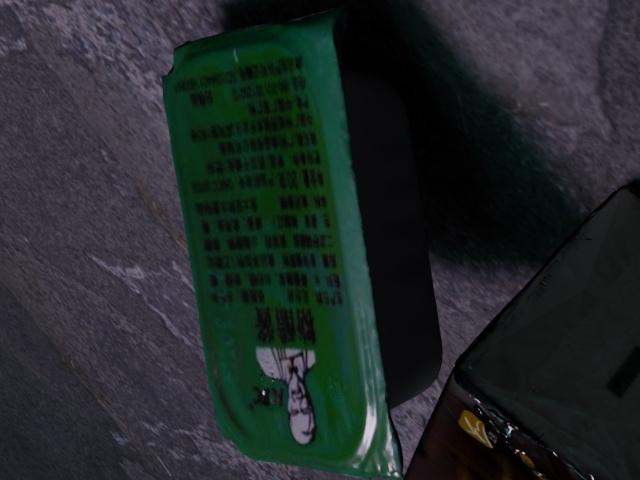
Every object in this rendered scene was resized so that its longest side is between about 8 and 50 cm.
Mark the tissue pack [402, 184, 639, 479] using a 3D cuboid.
[{"bbox_3d":[0.193,0.150,1.331,0.198,0.210,0.370,41,155,13],"label":"tissue pack"}]

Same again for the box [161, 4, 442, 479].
[{"bbox_3d":[0.000,0.000,1.396,0.264,0.106,0.336,-1,100,59],"label":"box"}]
